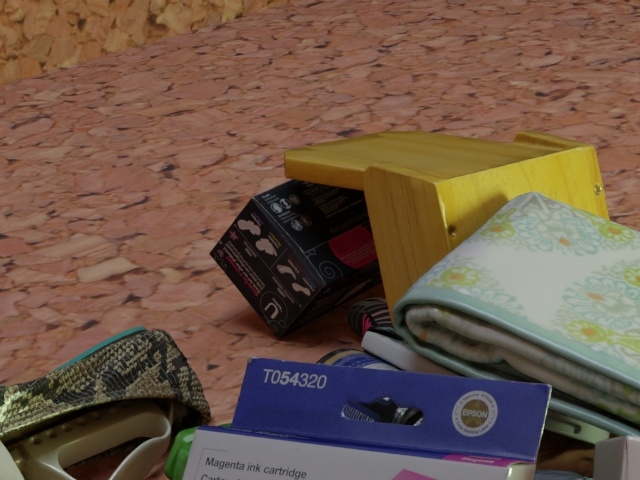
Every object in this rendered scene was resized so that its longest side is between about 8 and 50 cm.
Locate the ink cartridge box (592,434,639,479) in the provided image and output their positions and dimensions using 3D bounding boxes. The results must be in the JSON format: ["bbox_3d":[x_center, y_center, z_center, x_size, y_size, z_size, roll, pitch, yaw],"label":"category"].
[{"bbox_3d":[0.407,0.248,1.463,0.306,0.131,0.226,5,-9,3],"label":"ink cartridge box"}]

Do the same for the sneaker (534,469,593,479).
[{"bbox_3d":[0.279,0.266,1.667,0.224,0.083,0.098,9,19,32],"label":"sneaker"}]

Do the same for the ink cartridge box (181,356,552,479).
[{"bbox_3d":[0.015,0.258,1.429,0.324,0.330,0.071,2,-21,31],"label":"ink cartridge box"}]

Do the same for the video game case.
[{"bbox_3d":[0.188,0.169,1.868,0.206,0.026,0.227,21,1,-40],"label":"video game case"}]

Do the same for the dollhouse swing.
[{"bbox_3d":[0.158,0.001,2.141,0.305,0.315,0.347,-9,5,42],"label":"dollhouse swing"}]

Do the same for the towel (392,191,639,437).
[{"bbox_3d":[0.312,0.087,1.819,0.374,0.090,0.320,24,32,23],"label":"towel"}]

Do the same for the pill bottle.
[{"bbox_3d":[0.080,0.207,1.797,0.123,0.123,0.219,-18,26,-32],"label":"pill bottle"}]

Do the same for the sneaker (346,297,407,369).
[{"bbox_3d":[0.077,0.122,2.101,0.075,0.063,0.170,-11,26,-33],"label":"sneaker"}]

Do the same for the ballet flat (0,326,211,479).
[{"bbox_3d":[-0.312,0.228,1.785,0.483,0.164,0.182,-17,55,-42],"label":"ballet flat"}]

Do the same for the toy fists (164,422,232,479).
[{"bbox_3d":[-0.044,0.256,1.732,0.279,0.096,0.142,15,30,38],"label":"toy fists"}]

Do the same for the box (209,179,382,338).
[{"bbox_3d":[0.000,0.000,2.241,0.163,0.142,0.247,50,42,12],"label":"box"}]
